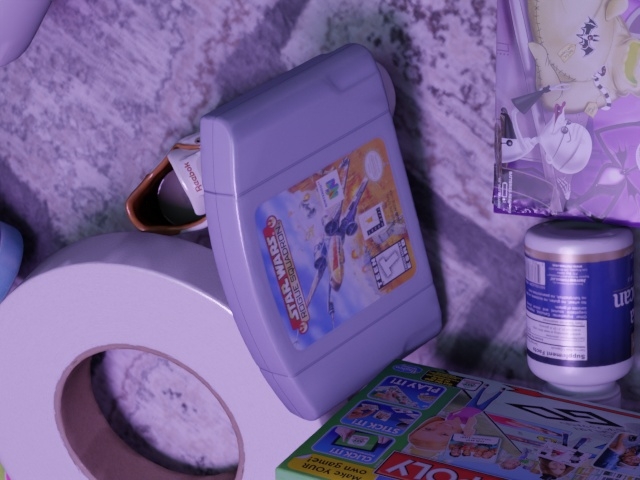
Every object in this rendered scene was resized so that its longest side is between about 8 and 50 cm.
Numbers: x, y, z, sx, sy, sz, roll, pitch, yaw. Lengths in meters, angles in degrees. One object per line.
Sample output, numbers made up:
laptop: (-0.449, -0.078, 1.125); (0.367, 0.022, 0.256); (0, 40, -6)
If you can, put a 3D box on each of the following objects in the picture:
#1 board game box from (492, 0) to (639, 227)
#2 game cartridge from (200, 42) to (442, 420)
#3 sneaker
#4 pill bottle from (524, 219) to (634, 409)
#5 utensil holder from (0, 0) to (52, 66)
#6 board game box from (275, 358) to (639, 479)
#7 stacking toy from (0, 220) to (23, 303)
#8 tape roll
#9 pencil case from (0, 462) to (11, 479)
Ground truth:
board game box: (0.251, -0.185, 1.310); (0.208, 0.056, 0.347); (5, 105, 21)
game cartridge: (0.000, 0.000, 1.364); (0.062, 0.198, 0.297); (9, 124, 45)
sneaker: (-0.060, -0.074, 1.452); (0.290, 0.123, 0.106); (-31, 86, 28)
pill bottle: (0.227, 0.071, 1.358); (0.094, 0.094, 0.169); (4, 105, 26)
utensil holder: (-0.330, -0.393, 1.398); (0.327, 0.327, 0.385); (38, 119, 14)
board game box: (0.152, 0.189, 1.260); (0.317, 0.213, 0.046); (10, 115, 28)
stacking toy: (-0.446, 0.101, 1.658); (0.279, 0.130, 0.309); (3, 64, 49)
tape roll: (-0.157, 0.176, 1.538); (0.392, 0.072, 0.392); (10, 122, 17)
pencil case: (-0.325, 0.303, 1.681); (0.124, 0.124, 0.284); (-30, 89, 30)
